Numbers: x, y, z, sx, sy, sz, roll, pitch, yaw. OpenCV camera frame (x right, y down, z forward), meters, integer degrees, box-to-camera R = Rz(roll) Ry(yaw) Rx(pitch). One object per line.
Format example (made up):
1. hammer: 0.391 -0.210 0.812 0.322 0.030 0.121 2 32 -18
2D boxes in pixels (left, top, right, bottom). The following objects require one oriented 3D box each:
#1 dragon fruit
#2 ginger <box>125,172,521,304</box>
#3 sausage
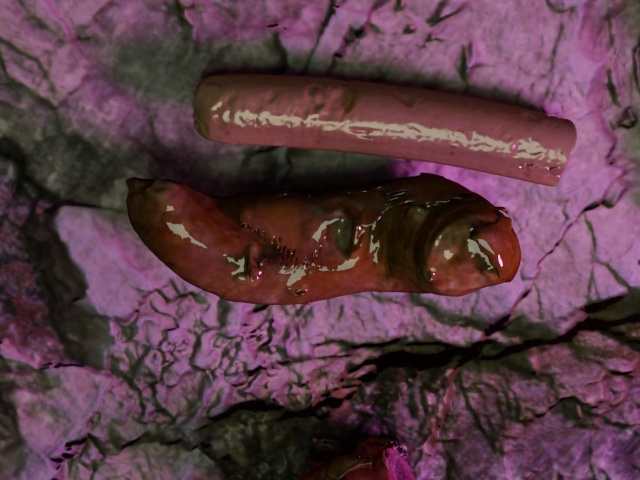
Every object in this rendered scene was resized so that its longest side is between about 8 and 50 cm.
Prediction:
1. dragon fruit: 0.036 0.215 1.413 0.102 0.096 0.147 -17 161 15
2. ginger: 0.005 0.000 1.274 0.309 0.133 0.107 0 92 7
3. sausage: 0.049 -0.092 1.255 0.301 0.066 0.065 7 120 -5
